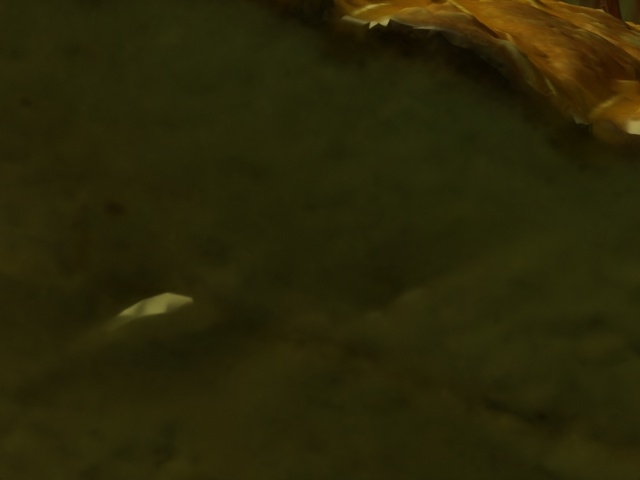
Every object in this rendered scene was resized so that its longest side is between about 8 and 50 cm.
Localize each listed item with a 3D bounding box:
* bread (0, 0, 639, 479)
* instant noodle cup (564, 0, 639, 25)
[{"bbox_3d":[0.000,0.000,0.640,0.279,0.207,0.279,20,15,-9],"label":"bread"},{"bbox_3d":[0.053,-0.049,0.933,0.231,0.243,0.243,-8,14,32],"label":"instant noodle cup"}]
